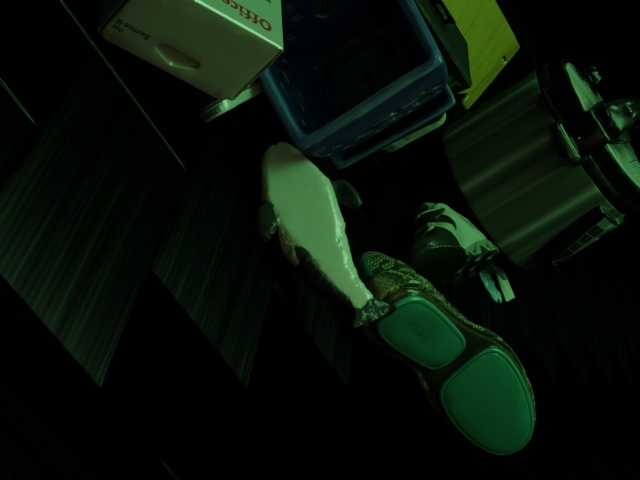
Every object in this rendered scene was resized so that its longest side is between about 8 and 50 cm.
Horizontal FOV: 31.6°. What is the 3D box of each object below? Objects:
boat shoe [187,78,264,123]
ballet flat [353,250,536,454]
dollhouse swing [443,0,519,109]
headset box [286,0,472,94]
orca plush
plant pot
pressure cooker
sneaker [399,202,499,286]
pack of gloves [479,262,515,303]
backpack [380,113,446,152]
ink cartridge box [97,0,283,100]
[{"bbox_3d":[-0.130,-0.224,1.560,0.083,0.065,0.183,61,23,-8],"label":"boat shoe"},{"bbox_3d":[0.200,0.167,1.842,0.483,0.164,0.182,46,11,-38],"label":"ballet flat"},{"bbox_3d":[0.247,-0.540,2.688,0.315,0.305,0.347,-50,124,-18],"label":"dollhouse swing"},{"bbox_3d":[0.082,-0.319,1.834,0.246,0.283,0.131,51,27,-35],"label":"headset box"},{"bbox_3d":[0.000,0.000,1.589,0.287,0.151,0.102,46,-20,9],"label":"orca plush"},{"bbox_3d":[0.049,-0.250,1.614,0.236,0.236,0.212,64,11,19],"label":"plant pot"},{"bbox_3d":[0.490,-0.174,2.378,0.375,0.420,0.370,43,26,-34],"label":"pressure cooker"},{"bbox_3d":[0.200,0.001,2.044,0.146,0.122,0.330,54,20,16],"label":"sneaker"},{"bbox_3d":[0.374,0.022,2.467,0.195,0.046,0.232,-9,78,-66],"label":"pack of gloves"},{"bbox_3d":[0.130,-0.266,2.044,0.144,0.166,0.188,38,27,-54],"label":"backpack"},{"bbox_3d":[-0.164,-0.353,1.465,0.211,0.121,0.289,24,45,-33],"label":"ink cartridge box"}]
